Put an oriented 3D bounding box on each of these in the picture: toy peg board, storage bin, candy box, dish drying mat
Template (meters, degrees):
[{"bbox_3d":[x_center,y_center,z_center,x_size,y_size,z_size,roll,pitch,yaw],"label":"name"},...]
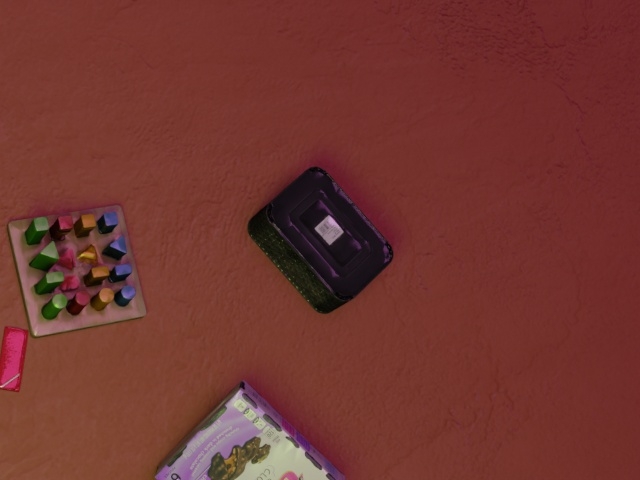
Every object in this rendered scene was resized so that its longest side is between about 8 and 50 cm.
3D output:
[{"bbox_3d":[-0.318,0.032,1.966,0.160,0.079,0.161,-10,79,-25],"label":"toy peg board"},{"bbox_3d":[0.000,0.000,2.108,0.122,0.084,0.180,-43,94,-27],"label":"storage bin"},{"bbox_3d":[-0.090,0.312,1.942,0.196,0.070,0.165,44,94,-5],"label":"candy box"},{"bbox_3d":[-0.404,0.156,1.931,0.032,0.008,0.083,11,70,-19],"label":"dish drying mat"}]
